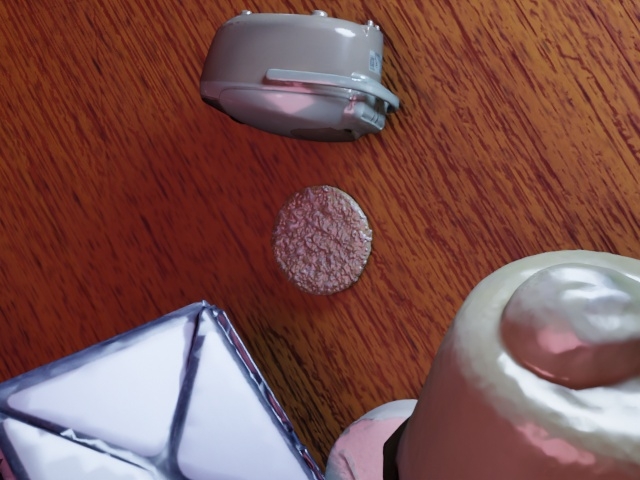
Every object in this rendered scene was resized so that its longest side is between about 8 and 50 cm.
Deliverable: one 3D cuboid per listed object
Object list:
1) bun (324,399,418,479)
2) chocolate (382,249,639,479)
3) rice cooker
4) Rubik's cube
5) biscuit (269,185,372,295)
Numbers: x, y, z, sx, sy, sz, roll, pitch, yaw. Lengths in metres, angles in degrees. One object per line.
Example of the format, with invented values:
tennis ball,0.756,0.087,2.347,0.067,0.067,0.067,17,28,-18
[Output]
bun,0.094,0.247,1.687,0.172,0.120,0.173,-1,88,18
chocolate,0.246,0.157,1.447,0.314,0.326,0.297,43,128,29
rice cooker,-0.023,-0.167,1.710,0.206,0.145,0.127,2,83,23
Rubik's cube,-0.191,0.287,1.675,0.310,0.305,0.307,59,144,15
biscuit,0.000,0.000,1.776,0.120,0.015,0.120,1,93,24
